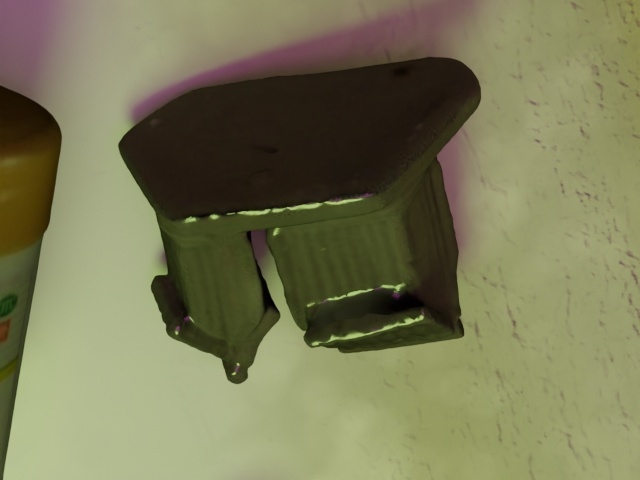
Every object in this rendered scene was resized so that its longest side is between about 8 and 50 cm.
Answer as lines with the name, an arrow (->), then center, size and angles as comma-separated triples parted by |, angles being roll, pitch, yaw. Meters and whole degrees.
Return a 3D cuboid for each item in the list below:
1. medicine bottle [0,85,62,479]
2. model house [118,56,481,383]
medicine bottle -> -0.275, 0.025, 0.738 | 0.237, 0.238, 0.232 | 8, 104, -14
model house -> -0.001, 0.000, 0.857 | 0.229, 0.122, 0.188 | -9, 122, 5
